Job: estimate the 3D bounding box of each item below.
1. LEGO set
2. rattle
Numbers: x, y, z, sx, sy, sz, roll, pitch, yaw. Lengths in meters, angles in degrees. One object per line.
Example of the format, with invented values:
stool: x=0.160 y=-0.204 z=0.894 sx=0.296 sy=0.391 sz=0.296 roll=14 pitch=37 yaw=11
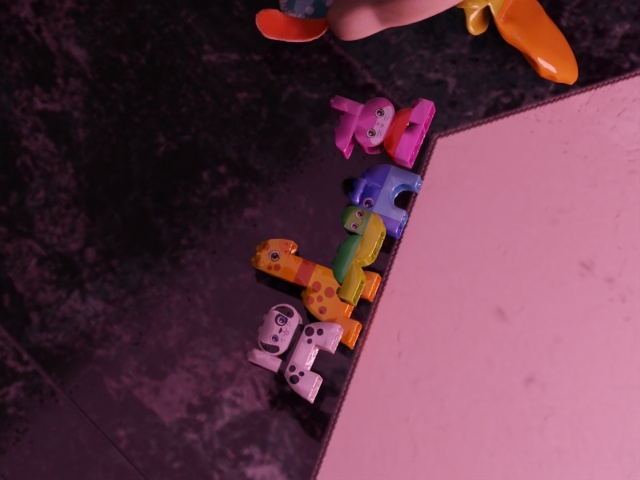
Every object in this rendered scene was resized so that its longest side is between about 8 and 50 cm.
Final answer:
LEGO set: x=0.000 y=0.000 z=1.324 sx=0.093 sy=0.087 sz=0.227 roll=21 pitch=80 yaw=13
rattle: x=0.072 y=-0.156 z=1.399 sx=0.199 sy=0.143 sz=0.130 roll=-28 pitch=38 yaw=10
